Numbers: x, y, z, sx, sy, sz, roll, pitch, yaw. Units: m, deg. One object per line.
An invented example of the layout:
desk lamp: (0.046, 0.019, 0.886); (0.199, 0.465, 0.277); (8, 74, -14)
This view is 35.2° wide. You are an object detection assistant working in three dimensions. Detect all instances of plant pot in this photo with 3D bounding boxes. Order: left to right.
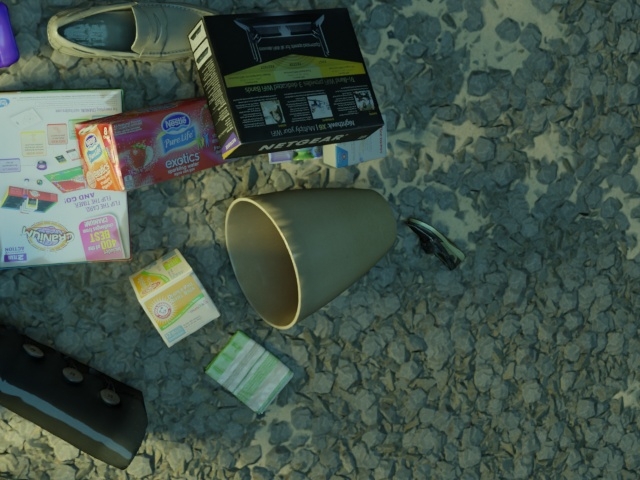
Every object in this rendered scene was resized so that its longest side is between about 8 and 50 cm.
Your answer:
plant pot: (0.000, 0.000, 1.918); (0.274, 0.256, 0.256); (-22, 106, -29)

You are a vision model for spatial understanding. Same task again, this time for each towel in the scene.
towel: (-0.142, 0.263, 2.025); (0.152, 0.023, 0.113); (41, 85, -17)

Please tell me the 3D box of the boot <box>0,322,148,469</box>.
boot: (-0.515, 0.283, 1.745); (0.445, 0.367, 0.146); (38, 110, -20)

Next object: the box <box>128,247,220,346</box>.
box: (-0.271, 0.101, 1.856); (0.114, 0.203, 0.103); (-32, 107, -9)

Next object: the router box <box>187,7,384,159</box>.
router box: (-0.059, -0.289, 1.825); (0.309, 0.081, 0.242); (-11, 79, -31)

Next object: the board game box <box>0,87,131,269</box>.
board game box: (-0.473, -0.115, 1.828); (0.242, 0.064, 0.316); (-4, 101, -16)

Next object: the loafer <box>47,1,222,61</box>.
loafer: (-0.322, -0.371, 1.800); (0.320, 0.111, 0.112); (-8, 102, -15)

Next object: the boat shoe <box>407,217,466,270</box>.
boat shoe: (0.234, 0.009, 2.069); (0.152, 0.056, 0.049); (36, 84, -20)

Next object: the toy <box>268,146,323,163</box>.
toy: (-0.038, -0.269, 1.935); (0.137, 0.056, 0.237); (-7, 102, -17)

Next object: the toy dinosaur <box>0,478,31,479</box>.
toy dinosaur: (-0.700, 0.447, 1.857); (0.314, 0.121, 0.160); (2, 112, -22)

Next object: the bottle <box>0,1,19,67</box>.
bottle: (-0.663, -0.328, 1.716); (0.283, 0.092, 0.118); (-16, 104, -13)

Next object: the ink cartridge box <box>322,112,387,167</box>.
ink cartridge box: (0.066, -0.198, 1.961); (0.122, 0.052, 0.088); (-15, 114, -30)

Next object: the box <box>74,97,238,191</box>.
box: (-0.286, -0.175, 1.791); (0.257, 0.128, 0.122); (-20, 108, -39)
